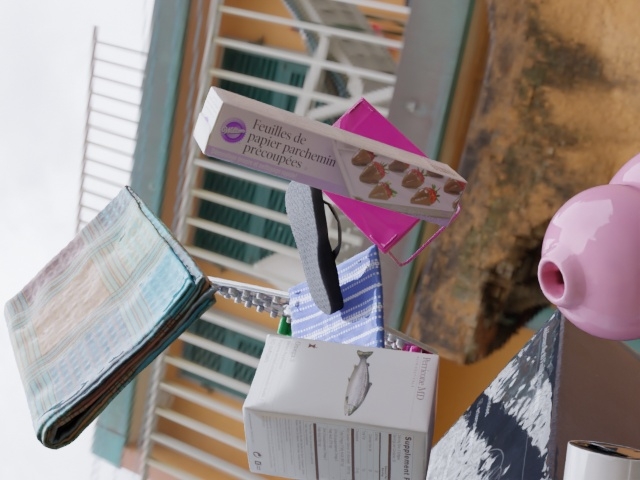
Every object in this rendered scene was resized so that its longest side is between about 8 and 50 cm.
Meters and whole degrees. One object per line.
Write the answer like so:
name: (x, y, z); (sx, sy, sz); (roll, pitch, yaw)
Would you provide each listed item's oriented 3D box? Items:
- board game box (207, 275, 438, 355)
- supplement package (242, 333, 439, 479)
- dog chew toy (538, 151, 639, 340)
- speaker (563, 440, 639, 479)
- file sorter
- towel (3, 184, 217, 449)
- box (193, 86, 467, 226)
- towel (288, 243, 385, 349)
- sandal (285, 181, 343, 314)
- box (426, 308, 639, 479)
board game box: (-0.020, 0.166, 1.953); (0.390, 0.389, 0.050); (29, -107, -51)
supplement package: (0.024, 0.174, 0.977); (0.105, 0.179, 0.105); (-73, -15, -50)
dog chew toy: (0.337, -0.004, 0.842); (0.331, 0.206, 0.207); (-14, -55, -21)
speaker: (0.167, 0.191, 0.585); (0.055, 0.055, 0.136); (12, -95, -65)
file sorter: (0.133, -0.114, 2.094); (0.202, 0.291, 0.182); (-44, -25, 1)
towel: (-0.292, 0.080, 1.258); (0.271, 0.370, 0.040); (-45, -57, -2)
box: (0.017, -0.093, 1.124); (0.323, 0.067, 0.063); (15, -72, -26)
towel: (0.020, 0.198, 1.573); (0.040, 0.243, 0.336); (15, -118, -33)
sandal: (0.000, 0.000, 1.542); (0.054, 0.097, 0.255); (-27, -51, -21)
box: (0.275, 0.410, 1.268); (0.472, 0.297, 0.480); (-56, -2, 25)
